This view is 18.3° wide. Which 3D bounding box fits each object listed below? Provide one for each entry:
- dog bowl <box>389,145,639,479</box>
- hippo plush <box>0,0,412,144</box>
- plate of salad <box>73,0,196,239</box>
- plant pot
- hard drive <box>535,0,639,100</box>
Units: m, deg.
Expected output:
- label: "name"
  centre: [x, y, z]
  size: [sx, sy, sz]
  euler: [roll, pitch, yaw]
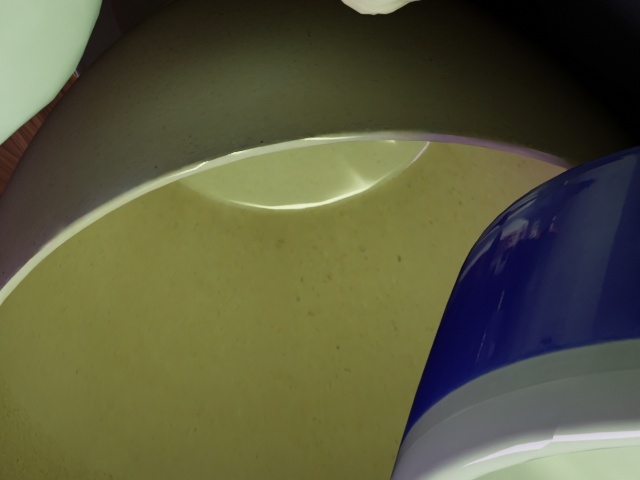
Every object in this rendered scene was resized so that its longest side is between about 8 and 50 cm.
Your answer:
- label: "dog bowl"
  centre: [0.155, 0.087, 0.613]
  size: [0.265, 0.104, 0.265]
  euler: [13, 147, 9]
- label: "hippo plush"
  centre: [-0.064, -0.092, 0.499]
  size: [0.294, 0.236, 0.234]
  euler: [7, 144, 42]
- label: "plate of salad"
  centre: [-0.081, -0.076, 0.945]
  size: [0.200, 0.048, 0.200]
  euler: [54, -159, -31]
- label: "plant pot"
  centre: [0.000, 0.000, 0.778]
  size: [0.191, 0.284, 0.284]
  euler: [-98, -19, -44]
- label: "hard drive"
  centre: [0.124, -0.065, 0.646]
  size: [0.135, 0.022, 0.094]
  euler: [36, 165, 28]
